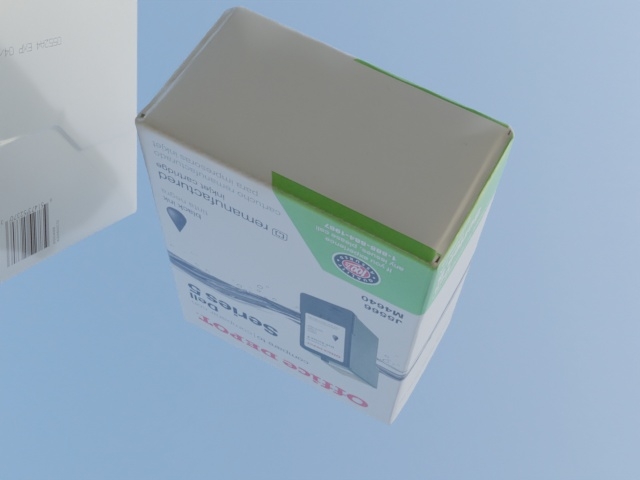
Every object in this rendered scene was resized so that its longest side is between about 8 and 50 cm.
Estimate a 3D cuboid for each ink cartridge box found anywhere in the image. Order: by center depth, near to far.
[{"bbox_3d":[0.000,0.000,0.635,0.198,0.273,0.115,26,-117,13],"label":"ink cartridge box"}]

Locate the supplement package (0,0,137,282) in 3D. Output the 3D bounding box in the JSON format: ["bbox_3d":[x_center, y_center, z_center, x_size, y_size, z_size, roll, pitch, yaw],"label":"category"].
[{"bbox_3d":[-0.261,-0.087,0.634,0.145,0.262,0.204,15,-65,20],"label":"supplement package"}]
